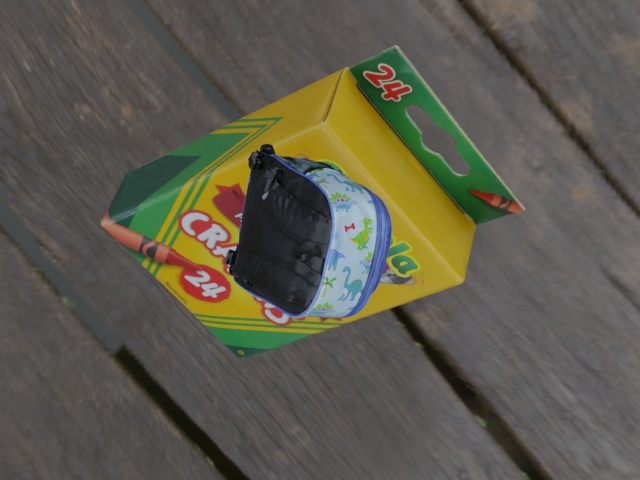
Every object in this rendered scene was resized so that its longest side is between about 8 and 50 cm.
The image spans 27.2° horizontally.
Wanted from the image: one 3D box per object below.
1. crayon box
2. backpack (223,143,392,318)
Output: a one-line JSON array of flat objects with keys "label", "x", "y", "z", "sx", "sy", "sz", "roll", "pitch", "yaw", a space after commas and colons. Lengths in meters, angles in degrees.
[{"label": "crayon box", "x": -0.011, "y": -0.022, "z": 1.151, "sx": 0.202, "sy": 0.319, "sz": 0.081, "roll": 47, "pitch": 40, "yaw": -26}, {"label": "backpack", "x": 0.000, "y": 0.000, "z": 0.909, "sx": 0.084, "sy": 0.114, "sz": 0.105, "roll": 6, "pitch": 105, "yaw": -32}]
